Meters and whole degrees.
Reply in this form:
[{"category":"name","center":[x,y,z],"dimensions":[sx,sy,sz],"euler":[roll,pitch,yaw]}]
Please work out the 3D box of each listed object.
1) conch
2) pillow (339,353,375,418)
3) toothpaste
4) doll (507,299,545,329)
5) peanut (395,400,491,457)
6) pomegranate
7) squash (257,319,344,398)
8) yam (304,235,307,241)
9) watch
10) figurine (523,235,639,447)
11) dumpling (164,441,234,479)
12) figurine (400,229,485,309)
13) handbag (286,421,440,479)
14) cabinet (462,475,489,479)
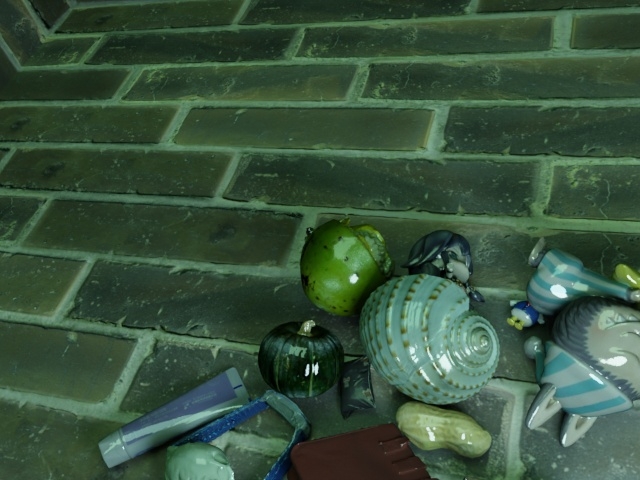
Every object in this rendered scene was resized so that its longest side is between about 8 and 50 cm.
[{"category":"conch","center":[0.223,0.241,1.509],"dimensions":[0.319,0.303,0.215],"euler":[-31,18,31]},{"category":"pillow","center":[0.084,0.346,1.622],"dimensions":[0.090,0.048,0.150],"euler":[-11,49,10]},{"category":"toothpaste","center":[-0.358,0.438,1.666],"dimensions":[0.371,0.080,0.125],"euler":[-26,47,-13]},{"category":"doll","center":[0.514,0.163,1.646],"dimensions":[0.143,0.057,0.099],"euler":[-37,50,-23]},{"category":"peanut","center":[0.266,0.414,1.478],"dimensions":[0.214,0.090,0.098],"euler":[8,41,24]},{"category":"pomegranate","center":[0.083,0.097,1.720],"dimensions":[0.260,0.260,0.340],"euler":[-30,73,-10]},{"category":"squash","center":[-0.047,0.281,1.620],"dimensions":[0.218,0.172,0.218],"euler":[-17,14,4]},{"category":"yam","center":[0.000,0.000,1.953],"dimensions":[0.094,0.043,0.043],"euler":[-14,48,5]},{"category":"watch","center":[-0.181,0.470,1.596],"dimensions":[0.276,0.068,0.274],"euler":[25,66,33]},{"category":"figurine","center":[0.528,0.228,1.439],"dimensions":[0.361,0.266,0.378],"euler":[32,66,34]},{"category":"dumpling","center":[-0.261,0.515,1.490],"dimensions":[0.219,0.152,0.108],"euler":[4,24,41]},{"category":"figurine","center":[0.303,0.097,1.694],"dimensions":[0.197,0.175,0.265],"euler":[1,43,24]},{"category":"handbag","center":[0.094,0.499,1.377],"dimensions":[0.275,0.084,0.260],"euler":[-8,30,-26]},{"category":"cabinet","center":[0.357,0.560,1.251],"dimensions":[0.215,0.148,0.175],"euler":[8,52,6]}]
